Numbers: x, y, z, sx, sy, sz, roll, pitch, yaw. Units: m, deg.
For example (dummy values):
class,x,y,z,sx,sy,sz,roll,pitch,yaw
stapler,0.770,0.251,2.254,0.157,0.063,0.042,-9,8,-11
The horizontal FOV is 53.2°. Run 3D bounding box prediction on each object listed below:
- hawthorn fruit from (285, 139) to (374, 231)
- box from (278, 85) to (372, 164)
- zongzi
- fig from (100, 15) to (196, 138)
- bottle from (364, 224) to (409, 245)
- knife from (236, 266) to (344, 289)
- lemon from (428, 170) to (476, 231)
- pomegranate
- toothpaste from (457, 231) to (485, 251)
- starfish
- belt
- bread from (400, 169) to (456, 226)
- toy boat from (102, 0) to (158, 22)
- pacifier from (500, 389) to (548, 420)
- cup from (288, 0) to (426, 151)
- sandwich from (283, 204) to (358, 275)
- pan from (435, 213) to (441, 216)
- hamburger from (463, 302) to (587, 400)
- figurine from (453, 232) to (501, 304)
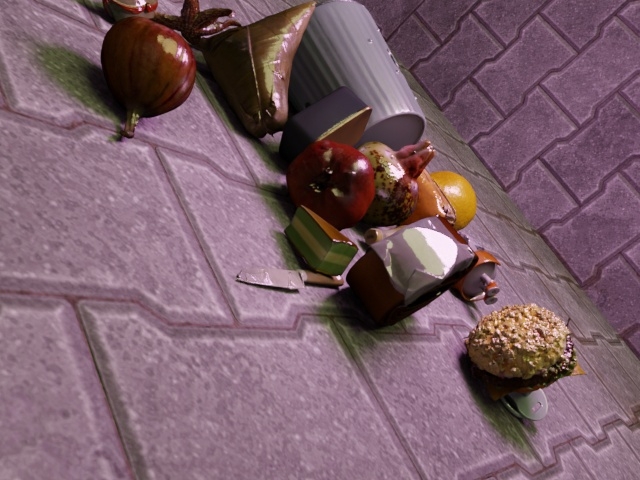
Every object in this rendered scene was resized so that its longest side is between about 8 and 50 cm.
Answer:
class,x,y,z,sx,sy,sz,roll,pitch,yaw
hawthorn fruit,0.023,-0.108,1.300,0.185,0.185,0.202,50,6,6
box,0.007,-0.244,1.421,0.201,0.144,0.090,-37,76,-24
zongzi,-0.082,-0.391,1.422,0.274,0.300,0.145,59,-8,23
fig,-0.281,-0.266,1.058,0.149,0.148,0.202,-7,95,-29
bottle,0.192,0.002,1.519,0.269,0.083,0.083,8,44,-50
knife,-0.040,0.066,1.081,0.297,0.017,0.047,12,45,-55
lemon,0.359,-0.114,1.873,0.244,0.187,0.187,28,29,-40
pomegranate,0.164,-0.150,1.502,0.214,0.248,0.214,45,21,-23
toothpaste,0.460,0.005,2.041,0.196,0.040,0.047,20,31,-49
starfish,-0.289,-0.483,1.425,0.237,0.213,0.057,-2,73,-11
belt,0.183,0.060,1.225,0.122,0.217,0.338,53,25,16
bread,0.256,-0.114,1.741,0.107,0.136,0.241,11,45,-56
toy boat,-0.377,-0.476,1.277,0.185,0.089,0.071,-42,129,-56
pacifier,0.459,0.326,1.421,0.126,0.117,0.150,-16,67,-37
cup,0.096,-0.392,1.720,0.401,0.310,0.392,7,50,-55
sandwich,0.000,0.000,1.166,0.074,0.074,0.116,13,29,-47
pan,0.248,0.036,1.498,0.136,0.028,0.235,47,50,-36
hamburger,0.431,0.222,1.386,0.262,0.243,0.139,-108,-178,-68
figurine,0.404,0.065,1.721,0.143,0.143,0.271,36,26,-25
